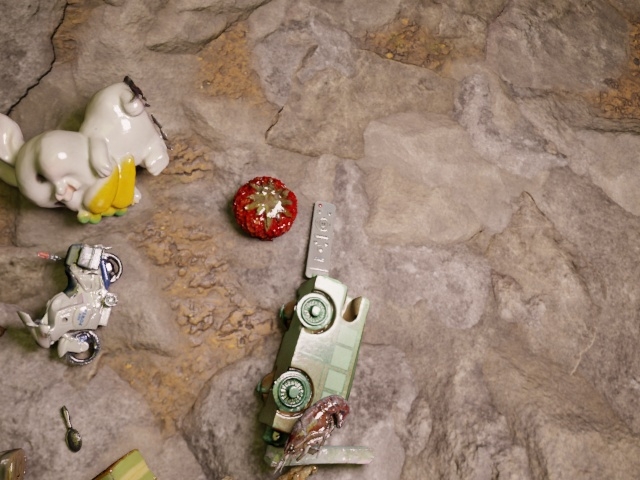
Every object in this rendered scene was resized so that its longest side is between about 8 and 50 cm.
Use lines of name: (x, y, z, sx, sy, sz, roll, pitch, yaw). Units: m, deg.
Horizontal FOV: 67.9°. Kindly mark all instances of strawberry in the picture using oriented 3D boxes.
strawberry: (-0.115, -0.073, 1.003, 0.145, 0.086, 0.145, 3, 74, -12)

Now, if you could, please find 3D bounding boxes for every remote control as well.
remote control: (0.000, 0.000, 1.039, 0.049, 0.027, 0.184, 12, 66, -10)

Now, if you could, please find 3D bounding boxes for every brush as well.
brush: (-0.441, 0.332, 0.839, 0.024, 0.008, 0.083, -21, 79, -15)

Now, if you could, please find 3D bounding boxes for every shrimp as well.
shrimp: (-0.017, 0.322, 0.787, 0.165, 0.056, 0.065, -45, 104, -19)

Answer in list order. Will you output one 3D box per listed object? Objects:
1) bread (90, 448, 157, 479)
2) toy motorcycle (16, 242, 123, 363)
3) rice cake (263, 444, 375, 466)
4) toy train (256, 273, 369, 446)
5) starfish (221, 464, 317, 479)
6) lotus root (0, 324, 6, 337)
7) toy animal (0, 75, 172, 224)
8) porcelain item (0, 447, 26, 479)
bread: (-0.370, 0.440, 0.819, 0.139, 0.084, 0.074, -38, 84, 10)
toy motorcycle: (-0.455, 0.105, 0.866, 0.150, 0.102, 0.221, 19, 71, -29)
rice cake: (0.001, 0.401, 0.887, 0.210, 0.043, 0.034, 8, 76, -17)
toy train: (-0.016, 0.229, 0.909, 0.159, 0.129, 0.327, 22, 69, -12)
starfish: (-0.040, 0.449, 0.787, 0.231, 0.295, 0.048, -17, 108, -32)
lotus root: (-0.609, 0.150, 0.847, 0.083, 0.030, 0.037, 33, 70, 0)
toy animal: (-0.461, -0.171, 0.911, 0.310, 0.183, 0.247, -36, 79, -15)
porcelain item: (-0.597, 0.387, 0.753, 0.215, 0.069, 0.081, -1, 77, -14)
